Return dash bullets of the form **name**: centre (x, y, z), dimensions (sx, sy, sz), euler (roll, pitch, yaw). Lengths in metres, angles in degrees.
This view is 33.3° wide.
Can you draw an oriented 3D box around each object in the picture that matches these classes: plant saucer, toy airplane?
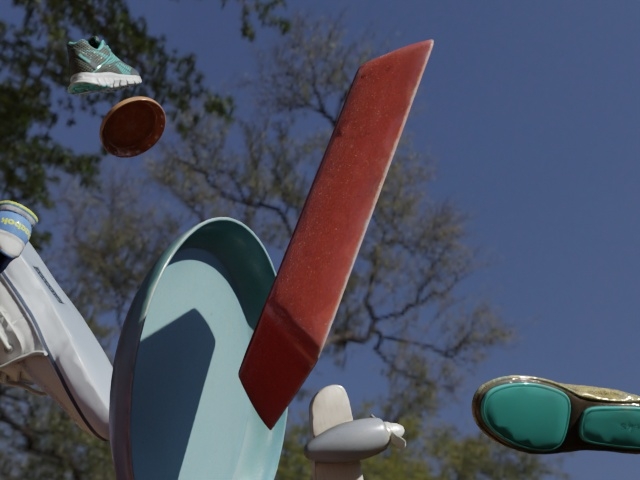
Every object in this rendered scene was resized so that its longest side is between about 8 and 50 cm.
- **plant saucer**: centre (0.000, 0.000, 0.835), dimensions (0.047, 0.259, 0.258), euler (21, -22, -2)
- **toy airplane**: centre (0.065, 0.475, 1.683), dimensions (0.386, 0.384, 0.272), euler (46, -37, -17)
- **plant saucer**: centre (-0.106, 0.137, 0.967), dimensions (0.043, 0.318, 0.318), euler (1, -34, 20)
- **plant saucer**: centre (-0.225, -0.136, 1.281), dimensions (0.083, 0.013, 0.083), euler (-23, -41, -21)

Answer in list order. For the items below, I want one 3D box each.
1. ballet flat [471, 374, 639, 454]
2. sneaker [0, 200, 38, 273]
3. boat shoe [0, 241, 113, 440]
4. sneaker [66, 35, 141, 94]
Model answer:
- **ballet flat**: centre (0.375, 0.274, 1.686), dimensions (0.348, 0.123, 0.123), euler (9, -29, -19)
- **sneaker**: centre (-0.343, 0.011, 1.062), dimensions (0.144, 0.059, 0.053), euler (-25, -45, 33)
- **boat shoe**: centre (-0.395, 0.132, 1.383), dimensions (0.367, 0.156, 0.136), euler (52, 0, 14)
- **sneaker**: centre (-0.295, -0.241, 1.462), dimensions (0.065, 0.076, 0.166), euler (-11, 5, 13)
